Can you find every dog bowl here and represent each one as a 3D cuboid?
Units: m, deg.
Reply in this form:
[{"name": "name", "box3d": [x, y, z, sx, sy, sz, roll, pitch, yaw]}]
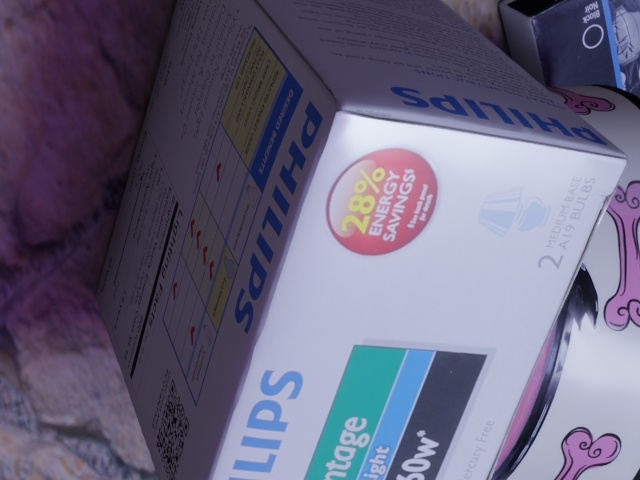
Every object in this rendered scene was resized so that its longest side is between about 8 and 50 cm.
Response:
[{"name": "dog bowl", "box3d": [0.145, 0.052, 1.176, 0.150, 0.408, 0.408, 10, 112, -21]}]

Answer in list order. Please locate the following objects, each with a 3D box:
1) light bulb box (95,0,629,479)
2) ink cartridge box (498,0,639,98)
[{"name": "light bulb box", "box3d": [0.000, 0.000, 1.038, 0.225, 0.361, 0.358, 7, 116, -25]}, {"name": "ink cartridge box", "box3d": [0.293, -0.119, 1.347, 0.165, 0.065, 0.333, -30, 125, -13]}]
